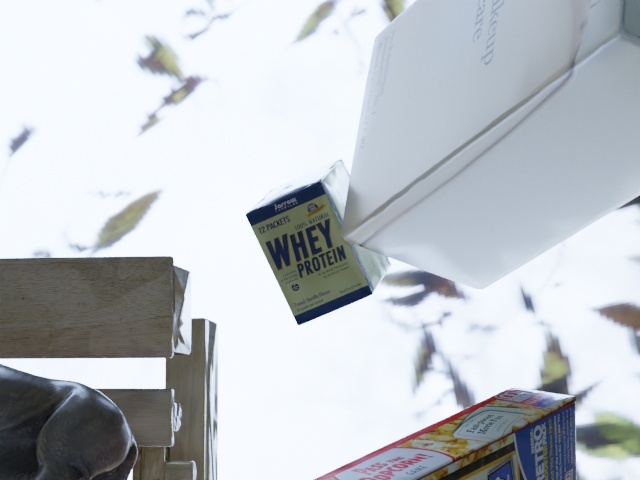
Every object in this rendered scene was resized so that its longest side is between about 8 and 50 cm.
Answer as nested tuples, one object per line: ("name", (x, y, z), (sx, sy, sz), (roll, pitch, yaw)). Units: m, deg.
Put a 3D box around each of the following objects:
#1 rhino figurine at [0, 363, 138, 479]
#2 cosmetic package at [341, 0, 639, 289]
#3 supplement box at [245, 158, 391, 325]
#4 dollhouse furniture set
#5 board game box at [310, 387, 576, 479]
("rhino figurine", (-0.208, 0.093, 0.976), (0.243, 0.073, 0.106), (20, -139, 10))
("cosmetic package", (0.138, -0.101, 1.096), (0.113, 0.309, 0.160), (19, -118, -19))
("supplement box", (0.000, 0.000, 1.244), (0.056, 0.083, 0.083), (-24, -83, 15))
("dollhouse furniture set", (-0.135, 0.089, 1.128), (0.123, 0.151, 0.144), (-1, -96, 7))
("board game box", (0.066, 0.170, 0.954), (0.193, 0.045, 0.147), (-16, -73, -51))
